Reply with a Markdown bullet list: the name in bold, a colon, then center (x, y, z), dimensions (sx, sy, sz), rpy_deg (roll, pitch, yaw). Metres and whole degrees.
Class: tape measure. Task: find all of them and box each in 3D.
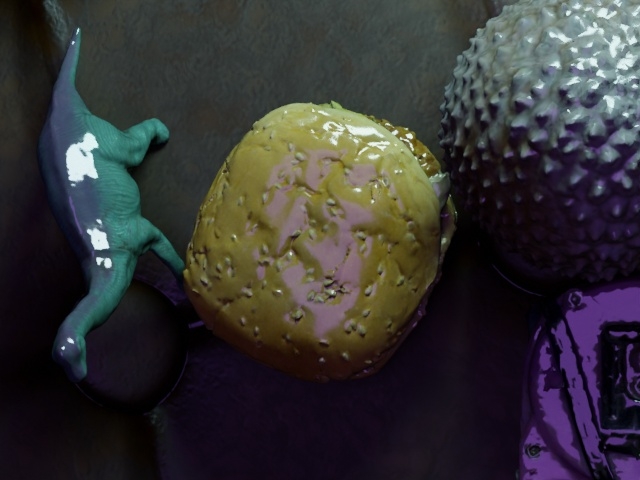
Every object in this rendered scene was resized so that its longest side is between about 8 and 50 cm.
- **tape measure**: center (0.308, 0.152, 1.558), dimensions (0.232, 0.149, 0.245), rpy_deg (-2, 91, 18)

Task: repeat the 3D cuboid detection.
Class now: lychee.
- **lychee**: center (0.247, -0.113, 1.508), dimensions (0.300, 0.300, 0.300), rpy_deg (0, 91, 17)

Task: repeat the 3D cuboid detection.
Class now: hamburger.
- **hamburger**: center (-0.001, 0.000, 1.658), dimensions (0.260, 0.144, 0.283), rpy_deg (22, 92, 19)

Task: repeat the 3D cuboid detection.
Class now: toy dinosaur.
- **toy dinosaur**: center (-0.251, -0.053, 1.634), dimensions (0.129, 0.331, 0.383), rpy_deg (-22, 86, 14)
